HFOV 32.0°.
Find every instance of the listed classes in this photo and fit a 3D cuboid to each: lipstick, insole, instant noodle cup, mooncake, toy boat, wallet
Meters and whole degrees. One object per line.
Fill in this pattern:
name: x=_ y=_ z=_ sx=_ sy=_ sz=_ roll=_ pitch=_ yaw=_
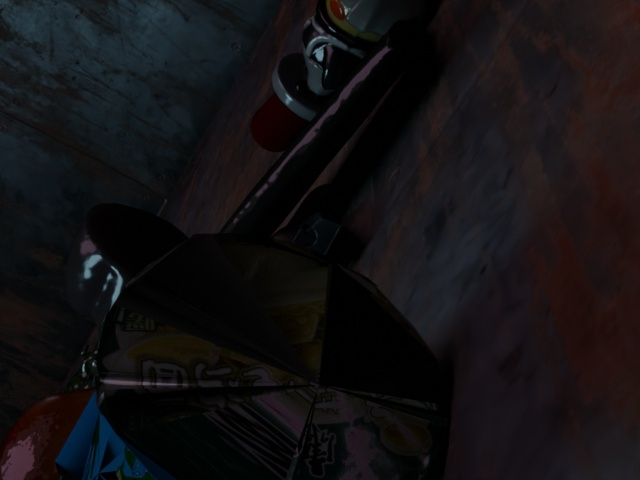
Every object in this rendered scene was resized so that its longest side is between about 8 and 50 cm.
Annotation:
lipstick: x=-0.031 y=-0.207 z=1.648 sx=0.241 sy=0.080 sz=0.080 roll=-38 pitch=27 yaw=60
insole: x=-0.042 y=0.008 z=1.311 sx=0.004 sy=0.065 sz=0.197 roll=51 pitch=119 yaw=29
instant noodle cup: x=-0.054 y=0.138 z=0.747 sx=0.240 sy=0.240 sz=0.178 roll=-76 pitch=11 yaw=-47
mooncake: x=-0.274 y=0.056 z=1.701 sx=0.133 sy=0.244 sz=0.245 roll=-60 pitch=13 yaw=22
toy boat: x=0.000 y=0.000 z=1.153 sx=0.055 sy=0.060 sz=0.141 roll=-61 pitch=6 yaw=3
wallet: x=-0.009 y=-0.100 z=1.259 sx=0.377 sy=0.051 sz=0.197 roll=-49 pitch=1 yaw=23

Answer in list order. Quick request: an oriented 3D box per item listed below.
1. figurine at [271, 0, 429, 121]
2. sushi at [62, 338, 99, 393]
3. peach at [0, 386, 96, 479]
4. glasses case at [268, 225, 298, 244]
figurine: x=0.044 y=-0.270 z=1.375 sx=0.236 sy=0.133 sz=0.176 roll=-55 pitch=16 yaw=42
sushi: x=-0.249 y=0.298 z=1.237 sx=0.352 sy=0.178 sz=0.294 roll=-53 pitch=18 yaw=24
peach: x=-0.156 y=0.229 z=0.901 sx=0.199 sy=0.243 sz=0.243 roll=-19 pitch=38 yaw=33
glasses case: x=-0.065 y=0.095 z=1.155 sx=0.122 sy=0.075 sz=0.314 roll=-53 pitch=13 yaw=30
